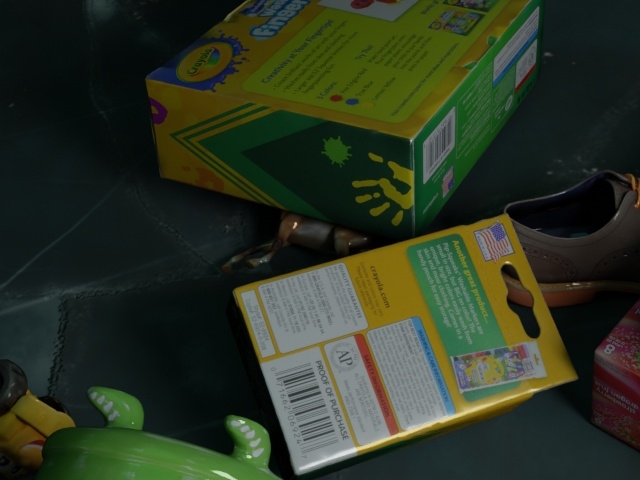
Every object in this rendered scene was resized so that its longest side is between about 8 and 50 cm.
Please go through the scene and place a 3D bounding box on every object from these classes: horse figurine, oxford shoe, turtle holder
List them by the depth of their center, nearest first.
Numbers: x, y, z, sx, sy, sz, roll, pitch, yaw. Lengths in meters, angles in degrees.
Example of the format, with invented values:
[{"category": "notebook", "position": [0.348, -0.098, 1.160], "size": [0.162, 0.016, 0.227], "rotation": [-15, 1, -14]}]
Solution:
[{"category": "turtle holder", "position": [-0.129, 0.300, 1.074], "size": [0.320, 0.243, 0.228], "rotation": [25, 62, -19]}, {"category": "oxford shoe", "position": [0.381, -0.015, 1.315], "size": [0.363, 0.133, 0.130], "rotation": [-11, 45, 0]}, {"category": "horse figurine", "position": [0.000, 0.000, 1.419], "size": [0.263, 0.066, 0.174], "rotation": [16, 44, 33]}]

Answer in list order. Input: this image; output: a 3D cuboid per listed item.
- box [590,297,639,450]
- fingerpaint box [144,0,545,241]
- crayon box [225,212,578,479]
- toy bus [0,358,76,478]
[{"category": "box", "position": [0.410, 0.170, 1.134], "size": [0.256, 0.128, 0.122], "rotation": [29, 57, 32]}, {"category": "fingerpaint box", "position": [0.049, -0.213, 1.515], "size": [0.371, 0.163, 0.445], "rotation": [15, 41, 24]}, {"category": "crayon box", "position": [0.084, 0.113, 1.211], "size": [0.322, 0.083, 0.203], "rotation": [-15, 72, -16]}, {"category": "toy bus", "position": [-0.408, 0.220, 1.249], "size": [0.220, 0.149, 0.211], "rotation": [24, 68, 27]}]
